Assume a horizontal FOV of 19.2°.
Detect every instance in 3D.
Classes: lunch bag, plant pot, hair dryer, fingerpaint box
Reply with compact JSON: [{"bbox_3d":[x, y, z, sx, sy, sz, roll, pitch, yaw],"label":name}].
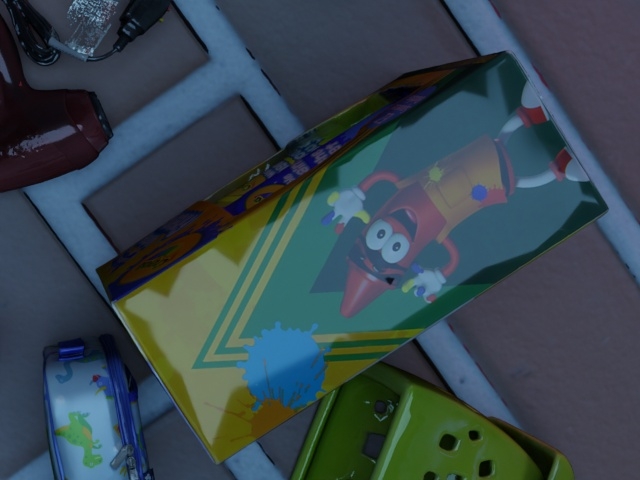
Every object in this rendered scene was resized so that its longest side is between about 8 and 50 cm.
[{"bbox_3d":[-0.209,0.177,1.746,0.090,0.219,0.176,-11,94,-9],"label":"lunch bag"},{"bbox_3d":[0.101,0.252,1.803,0.207,0.227,0.228,20,90,-16],"label":"plant pot"},{"bbox_3d":[-0.293,-0.156,1.801,0.223,0.080,0.294,27,84,6],"label":"hair dryer"},{"bbox_3d":[0.000,0.000,1.654,0.371,0.445,0.163,-33,97,-5],"label":"fingerpaint box"}]
